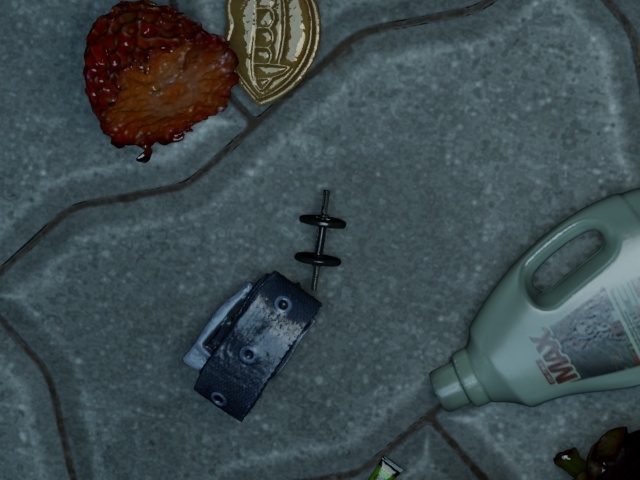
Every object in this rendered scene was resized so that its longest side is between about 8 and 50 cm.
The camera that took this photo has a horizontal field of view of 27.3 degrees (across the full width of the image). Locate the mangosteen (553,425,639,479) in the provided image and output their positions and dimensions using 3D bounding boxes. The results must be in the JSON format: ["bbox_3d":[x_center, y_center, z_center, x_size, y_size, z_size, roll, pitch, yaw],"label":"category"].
[{"bbox_3d":[0.439,0.352,1.847,0.250,0.211,0.211,17,99,30],"label":"mangosteen"}]

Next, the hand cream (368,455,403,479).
[{"bbox_3d":[0.073,0.378,1.966,0.036,0.023,0.122,37,95,4],"label":"hand cream"}]

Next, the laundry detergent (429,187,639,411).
[{"bbox_3d":[0.336,0.115,1.858,0.398,0.125,0.264,-26,95,11],"label":"laundry detergent"}]

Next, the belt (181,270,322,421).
[{"bbox_3d":[-0.104,0.145,1.905,0.128,0.122,0.218,36,100,4],"label":"belt"}]

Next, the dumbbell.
[{"bbox_3d":[0.000,0.000,1.902,0.069,0.069,0.147,9,98,5],"label":"dumbbell"}]

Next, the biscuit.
[{"bbox_3d":[-0.069,-0.303,1.893,0.142,0.029,0.221,7,97,5],"label":"biscuit"}]

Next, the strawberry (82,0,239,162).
[{"bbox_3d":[-0.241,-0.250,1.867,0.234,0.234,0.178,-35,64,9],"label":"strawberry"}]
